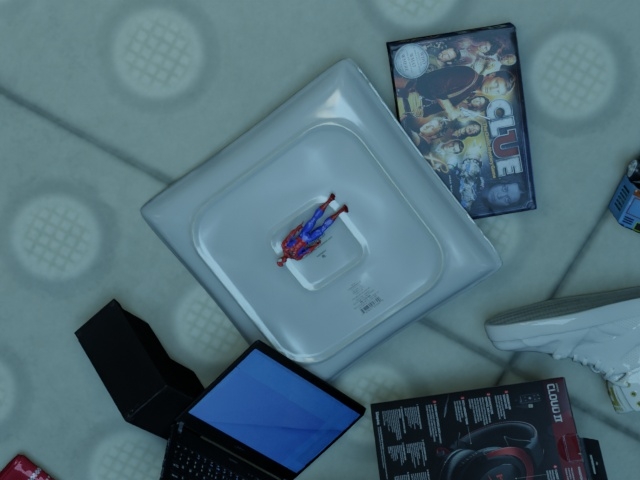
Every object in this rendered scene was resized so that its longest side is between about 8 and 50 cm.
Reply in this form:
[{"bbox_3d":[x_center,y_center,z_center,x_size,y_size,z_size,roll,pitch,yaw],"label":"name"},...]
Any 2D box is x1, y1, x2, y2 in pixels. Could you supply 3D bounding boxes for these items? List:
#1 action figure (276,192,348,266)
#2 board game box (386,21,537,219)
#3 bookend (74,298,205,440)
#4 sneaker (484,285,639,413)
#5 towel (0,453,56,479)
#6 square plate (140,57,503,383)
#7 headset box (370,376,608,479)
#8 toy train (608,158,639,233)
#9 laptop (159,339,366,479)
[{"bbox_3d":[-0.015,-0.008,1.787,0.038,0.030,0.115,40,108,-13],"label":"action figure"},{"bbox_3d":[0.183,-0.148,1.831,0.165,0.042,0.243,-10,104,-1],"label":"board game box"},{"bbox_3d":[-0.224,0.176,1.859,0.072,0.156,0.157,-40,59,6],"label":"bookend"},{"bbox_3d":[0.370,0.158,1.885,0.293,0.108,0.169,-8,101,-3],"label":"sneaker"},{"bbox_3d":[-0.375,0.441,1.947,0.275,0.031,0.199,42,96,-14],"label":"towel"},{"bbox_3d":[0.000,0.000,1.828,0.347,0.049,0.344,-35,101,14],"label":"square plate"},{"bbox_3d":[0.224,0.309,1.841,0.293,0.218,0.110,-9,144,2],"label":"headset box"},{"bbox_3d":[0.475,-0.043,1.861,0.184,0.080,0.105,21,111,-11],"label":"toy train"},{"bbox_3d":[-0.076,0.304,1.828,0.137,0.264,0.234,-16,142,38],"label":"laptop"}]
